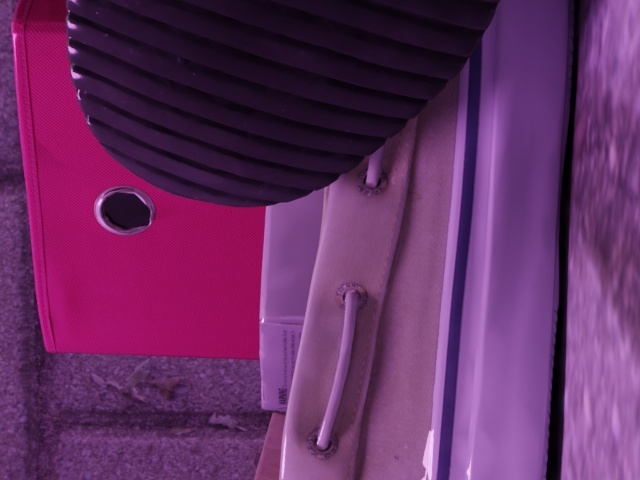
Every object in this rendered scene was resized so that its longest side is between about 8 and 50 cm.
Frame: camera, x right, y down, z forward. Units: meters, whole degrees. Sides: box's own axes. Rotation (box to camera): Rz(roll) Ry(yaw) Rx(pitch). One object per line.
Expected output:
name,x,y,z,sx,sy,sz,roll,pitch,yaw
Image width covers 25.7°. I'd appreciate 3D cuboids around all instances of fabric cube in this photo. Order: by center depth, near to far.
fabric cube,-0.046,-0.088,0.942,0.259,0.258,0.254,-88,1,-53

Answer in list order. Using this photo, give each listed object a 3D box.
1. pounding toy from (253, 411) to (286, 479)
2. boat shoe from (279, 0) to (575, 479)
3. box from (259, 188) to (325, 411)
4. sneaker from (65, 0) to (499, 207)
pounding toy,0.015,0.213,1.056,0.141,0.130,0.100,93,-168,-62
boat shoe,0.033,-0.042,0.487,0.109,0.094,0.302,93,179,-82
box,0.028,-0.032,0.649,0.114,0.103,0.203,93,179,-64
sneaker,0.018,-0.165,0.416,0.146,0.122,0.331,-81,13,-60
